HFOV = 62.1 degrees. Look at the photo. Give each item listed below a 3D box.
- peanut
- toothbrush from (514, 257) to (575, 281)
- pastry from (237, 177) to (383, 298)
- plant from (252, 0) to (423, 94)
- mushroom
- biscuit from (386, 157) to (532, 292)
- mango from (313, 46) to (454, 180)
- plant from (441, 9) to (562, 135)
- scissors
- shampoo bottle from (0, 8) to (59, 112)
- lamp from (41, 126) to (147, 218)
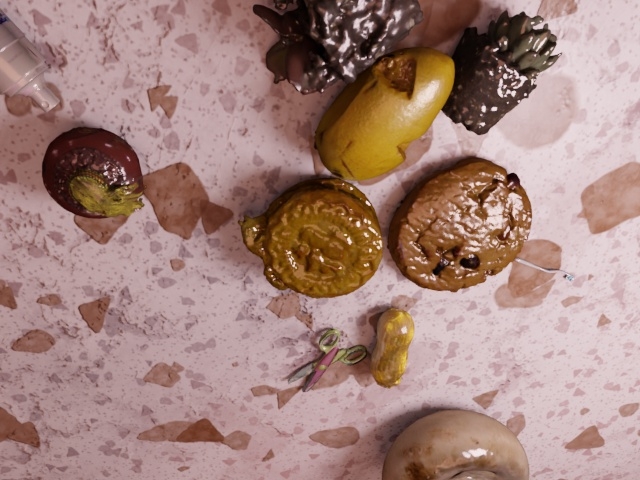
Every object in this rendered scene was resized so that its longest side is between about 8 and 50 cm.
[{"bbox_3d":[0.156,0.239,1.178,0.087,0.087,0.207,1,119,-8],"label":"peanut"},{"bbox_3d":[0.488,0.060,1.155,0.162,0.014,0.017,19,98,-17],"label":"toothbrush"},{"bbox_3d":[0.000,0.000,1.000,0.235,0.132,0.240,-20,115,15],"label":"pastry"},{"bbox_3d":[0.016,-0.322,0.768,0.234,0.204,0.178,-29,117,3],"label":"plant"},{"bbox_3d":[0.335,0.593,1.289,0.362,0.294,0.362,-3,119,-6],"label":"mushroom"},{"bbox_3d":[0.276,-0.017,1.046,0.296,0.075,0.296,-4,121,-6],"label":"biscuit"},{"bbox_3d":[0.101,-0.201,0.859,0.167,0.130,0.262,15,137,-30],"label":"mango"},{"bbox_3d":[0.279,-0.277,0.860,0.129,0.132,0.194,25,119,-24],"label":"plant"},{"bbox_3d":[0.007,0.284,1.222,0.187,0.020,0.133,-43,121,16],"label":"scissors"},{"bbox_3d":[-0.502,-0.312,0.760,0.092,0.092,0.303,-31,120,11],"label":"shampoo bottle"},{"bbox_3d":[-0.375,-0.104,0.873,0.157,0.135,0.156,-2,121,-4],"label":"lamp"}]
